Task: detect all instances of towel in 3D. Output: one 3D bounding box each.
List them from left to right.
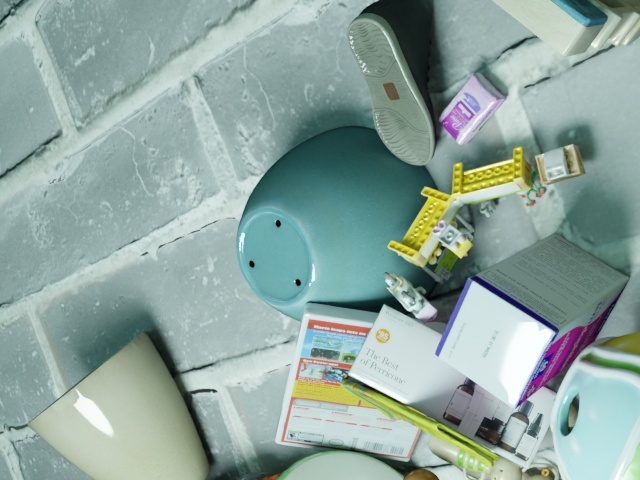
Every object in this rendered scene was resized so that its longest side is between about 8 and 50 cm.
[{"bbox_3d":[0.114,0.223,1.099,0.021,0.102,0.237,-63,24,-8],"label":"towel"}]

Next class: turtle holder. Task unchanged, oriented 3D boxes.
[{"bbox_3d":[0.374,0.187,0.936,0.227,0.243,0.320,37,141,46],"label":"turtle holder"}]

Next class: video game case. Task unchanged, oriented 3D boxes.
[{"bbox_3d":[0.056,0.204,1.221,0.204,0.025,0.285,9,132,-4],"label":"video game case"}]

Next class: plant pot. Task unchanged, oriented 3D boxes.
[{"bbox_3d":[-0.329,0.345,1.580,0.274,0.256,0.256,51,130,-3],"label":"plant pot"},{"bbox_3d":[0.000,0.000,1.213,0.290,0.195,0.290,12,111,36],"label":"plant pot"}]

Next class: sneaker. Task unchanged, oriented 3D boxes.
[{"bbox_3d":[0.118,-0.211,1.133,0.083,0.118,0.222,5,132,36],"label":"sneaker"}]

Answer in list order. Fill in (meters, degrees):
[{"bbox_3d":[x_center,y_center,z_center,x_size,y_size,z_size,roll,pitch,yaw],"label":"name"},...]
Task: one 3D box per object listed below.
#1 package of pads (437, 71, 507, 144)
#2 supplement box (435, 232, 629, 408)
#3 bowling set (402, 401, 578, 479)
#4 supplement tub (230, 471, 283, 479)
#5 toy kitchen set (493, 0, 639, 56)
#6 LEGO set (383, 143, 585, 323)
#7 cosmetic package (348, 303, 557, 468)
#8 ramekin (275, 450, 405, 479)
[{"bbox_3d":[0.190,-0.166,1.115,0.050,0.032,0.083,52,129,18],"label":"package of pads"},{"bbox_3d":[0.248,0.085,1.021,0.114,0.220,0.111,34,123,25],"label":"supplement box"},{"bbox_3d":[0.208,0.330,1.150,0.154,0.200,0.286,21,120,31],"label":"bowling set"},{"bbox_3d":[-0.143,0.513,1.477,0.338,0.207,0.207,-35,81,40],"label":"supplement tub"},{"bbox_3d":[0.285,-0.293,0.882,0.122,0.207,0.166,45,126,19],"label":"toy kitchen set"},{"bbox_3d":[0.203,-0.021,1.104,0.287,0.107,0.132,-42,44,10],"label":"LEGO set"},{"bbox_3d":[0.161,0.175,1.074,0.239,0.060,0.098,27,81,6],"label":"cosmetic package"},{"bbox_3d":[0.029,0.446,1.242,0.303,0.303,0.148,46,134,19],"label":"ramekin"}]
